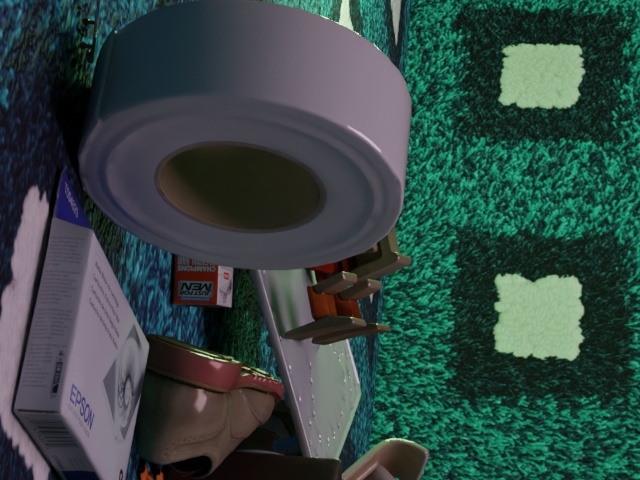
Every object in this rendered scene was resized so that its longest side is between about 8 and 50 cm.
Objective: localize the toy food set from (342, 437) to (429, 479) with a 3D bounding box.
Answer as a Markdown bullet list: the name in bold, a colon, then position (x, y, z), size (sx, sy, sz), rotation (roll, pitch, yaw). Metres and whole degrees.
- **toy food set**: position (0.019, 0.416, 2.310), size (0.306, 0.092, 0.220), rotation (-34, 153, -40)

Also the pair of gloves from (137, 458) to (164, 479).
- **pair of gloves**: position (-0.172, 0.238, 1.797), size (0.083, 0.010, 0.074), rotation (-78, 167, -54)

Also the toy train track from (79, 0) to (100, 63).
- **toy train track**: position (-0.195, -0.192, 1.489), size (0.048, 0.014, 0.083), rotation (-101, -160, -64)

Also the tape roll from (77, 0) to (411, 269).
- **tape roll**: position (-0.065, -0.085, 1.515), size (0.286, 0.286, 0.100), rotation (78, 16, -59)

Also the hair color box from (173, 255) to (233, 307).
- **hair color box**: position (-0.125, -0.011, 1.915), size (0.093, 0.053, 0.167), rotation (32, 59, -82)

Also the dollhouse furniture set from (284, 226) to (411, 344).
- **dollhouse furniture set**: position (0.000, 0.000, 2.157), size (0.259, 0.135, 0.262), rotation (15, 61, -64)

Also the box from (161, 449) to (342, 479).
- **box**: position (-0.093, 0.388, 1.761), size (0.381, 0.191, 0.143), rotation (-76, 166, -51)

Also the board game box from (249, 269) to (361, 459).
- **board game box**: position (-0.041, 0.079, 2.217), size (0.390, 0.050, 0.390), rotation (-58, 134, -74)

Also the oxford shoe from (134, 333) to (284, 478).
- **oxford shoe**: position (-0.128, 0.177, 1.806), size (0.348, 0.123, 0.130), rotation (35, 72, -74)

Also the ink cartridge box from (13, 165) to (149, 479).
- **ink cartridge box**: position (-0.193, 0.085, 1.483), size (0.223, 0.045, 0.224), rotation (76, 17, -62)

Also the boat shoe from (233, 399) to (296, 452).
- **boat shoe**: position (-0.061, 0.323, 2.287), size (0.302, 0.113, 0.103), rotation (66, 26, -48)

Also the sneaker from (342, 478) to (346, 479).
- **sneaker**: position (0.008, 0.384, 2.047), size (0.121, 0.108, 0.302), rotation (-51, 153, -30)
